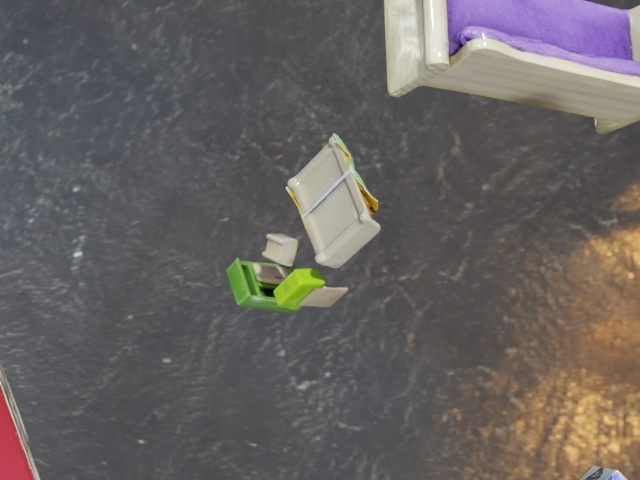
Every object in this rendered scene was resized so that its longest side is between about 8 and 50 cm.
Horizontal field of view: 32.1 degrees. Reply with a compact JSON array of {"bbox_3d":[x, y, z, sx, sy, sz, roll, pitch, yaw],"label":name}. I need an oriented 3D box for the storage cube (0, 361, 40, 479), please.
[{"bbox_3d":[-0.371,0.185,1.010,0.193,0.184,0.215,-20,113,-15],"label":"storage cube"}]

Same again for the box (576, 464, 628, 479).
[{"bbox_3d":[0.262,0.261,1.097,0.081,0.136,0.028,-44,84,-5],"label":"box"}]

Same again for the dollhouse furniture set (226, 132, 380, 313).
[{"bbox_3d":[0.000,0.000,0.798,0.059,0.152,0.076,8,50,-42],"label":"dollhouse furniture set"}]

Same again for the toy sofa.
[{"bbox_3d":[0.268,-0.243,1.342,0.363,0.177,0.150,6,75,-27],"label":"toy sofa"}]
